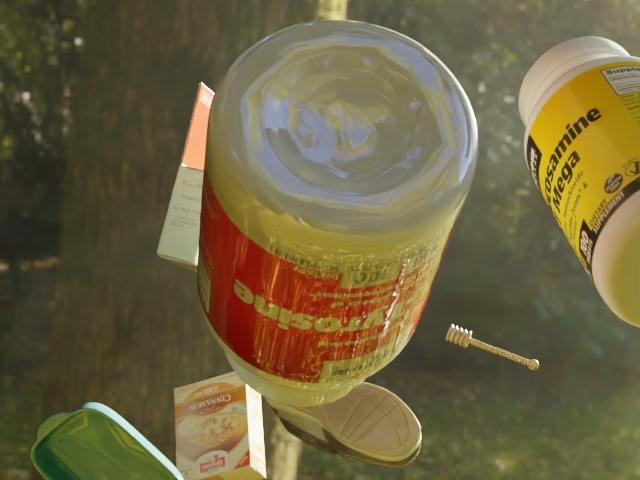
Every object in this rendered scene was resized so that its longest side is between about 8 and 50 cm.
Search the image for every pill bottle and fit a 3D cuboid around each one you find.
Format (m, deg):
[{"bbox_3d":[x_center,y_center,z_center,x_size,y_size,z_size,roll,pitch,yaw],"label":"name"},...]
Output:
[{"bbox_3d":[0.325,-0.075,1.469,0.187,0.188,0.334,2,35,-16],"label":"pill bottle"},{"bbox_3d":[0.000,0.000,1.314,0.229,0.229,0.408,3,-29,-5],"label":"pill bottle"}]

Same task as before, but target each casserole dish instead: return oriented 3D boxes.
[{"bbox_3d":[-0.222,0.246,1.502,0.114,0.188,0.037,-38,16,21],"label":"casserole dish"}]

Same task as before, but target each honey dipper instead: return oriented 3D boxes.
[{"bbox_3d":[0.289,0.183,2.351,0.160,0.030,0.030,22,9,11],"label":"honey dipper"}]

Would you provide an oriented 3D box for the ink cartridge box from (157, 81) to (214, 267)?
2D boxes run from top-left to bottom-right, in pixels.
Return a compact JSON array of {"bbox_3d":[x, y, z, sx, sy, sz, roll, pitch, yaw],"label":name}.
[{"bbox_3d":[-0.133,-0.069,1.954,0.060,0.239,0.275,13,-5,14],"label":"ink cartridge box"}]

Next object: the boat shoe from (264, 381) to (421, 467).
[{"bbox_3d":[0.035,0.257,1.961,0.285,0.092,0.103,16,49,42],"label":"boat shoe"}]

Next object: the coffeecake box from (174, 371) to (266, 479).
[{"bbox_3d":[-0.176,0.334,2.433,0.142,0.186,0.068,-17,-35,17],"label":"coffeecake box"}]
